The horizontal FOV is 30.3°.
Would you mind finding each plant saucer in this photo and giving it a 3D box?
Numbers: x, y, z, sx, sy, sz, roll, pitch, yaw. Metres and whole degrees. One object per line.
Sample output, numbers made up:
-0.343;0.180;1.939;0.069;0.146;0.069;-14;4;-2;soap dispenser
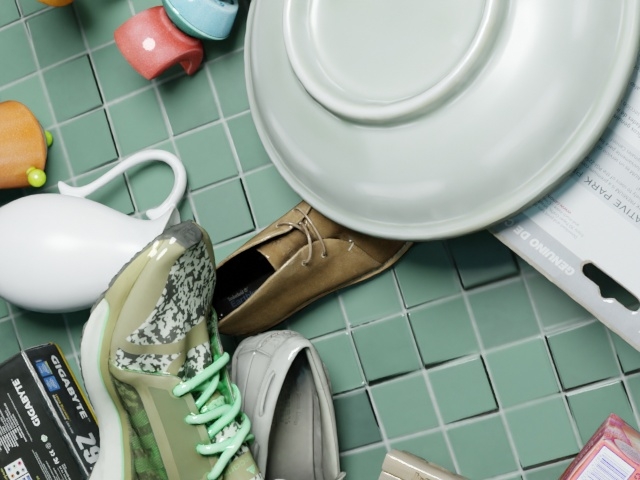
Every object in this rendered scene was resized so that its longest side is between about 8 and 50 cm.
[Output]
0.079;-0.202;1.053;0.400;0.100;0.401;-5;79;30;plant saucer

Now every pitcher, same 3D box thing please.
-0.244;-0.011;1.249;0.207;0.125;0.178;1;77;7;pitcher

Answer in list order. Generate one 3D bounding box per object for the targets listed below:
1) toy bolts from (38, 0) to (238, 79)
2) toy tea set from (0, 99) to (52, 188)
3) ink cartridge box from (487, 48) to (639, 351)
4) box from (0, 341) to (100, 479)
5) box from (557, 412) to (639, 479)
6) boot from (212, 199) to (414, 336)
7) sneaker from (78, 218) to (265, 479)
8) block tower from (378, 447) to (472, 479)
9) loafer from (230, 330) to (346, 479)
-0.175;-0.287;1.168;0.158;0.218;0.228;-42;86;28;toy bolts
-0.406;-0.176;1.310;0.200;0.124;0.336;-20;89;46;toy tea set
0.330;-0.045;1.054;0.309;0.130;0.272;41;104;12;ink cartridge box
-0.332;0.312;1.301;0.257;0.079;0.322;-32;82;17;box
0.236;0.328;1.089;0.154;0.142;0.300;37;102;13;box
0.000;0.000;1.169;0.305;0.115;0.112;-38;79;14;boot
-0.110;0.174;1.098;0.182;0.158;0.410;21;122;24;sneaker
0.062;0.372;1.173;0.091;0.097;0.335;21;100;15;block tower
-0.030;0.250;1.175;0.111;0.112;0.319;-7;90;60;loafer
